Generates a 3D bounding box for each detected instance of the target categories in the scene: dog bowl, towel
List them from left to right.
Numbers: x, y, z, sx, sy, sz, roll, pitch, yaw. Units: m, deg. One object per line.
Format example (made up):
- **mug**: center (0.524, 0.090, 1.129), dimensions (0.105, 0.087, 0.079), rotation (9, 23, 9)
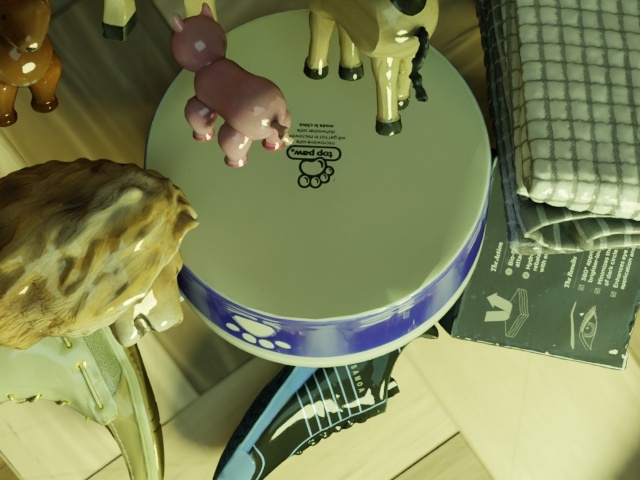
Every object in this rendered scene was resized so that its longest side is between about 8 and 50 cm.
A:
- **dog bowl**: center (-0.001, -0.043, 1.126), dimensions (0.265, 0.104, 0.265), rotation (-1, 68, 2)
- **towel**: center (0.249, -0.116, 1.148), dimensions (0.235, 0.121, 0.283), rotation (3, 61, -10)

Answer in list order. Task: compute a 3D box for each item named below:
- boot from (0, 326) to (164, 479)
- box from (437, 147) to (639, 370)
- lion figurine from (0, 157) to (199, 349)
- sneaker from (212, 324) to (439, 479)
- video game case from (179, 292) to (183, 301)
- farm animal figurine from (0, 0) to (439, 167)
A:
- **boot**: center (-0.226, 0.124, 1.198), dimensions (0.165, 0.077, 0.213), rotation (-19, 99, -4)
- **box**: center (0.191, 0.012, 1.236), dimensions (0.158, 0.093, 0.156), rotation (12, 99, -11)
- **lion figurine**: center (-0.277, 0.007, 1.082), dimensions (0.240, 0.392, 0.142), rotation (-49, 134, -20)
- **sneaker**: center (0.005, 0.136, 1.242), dimensions (0.090, 0.081, 0.232), rotation (37, 94, -7)
- **video game case**: center (-0.163, 0.030, 1.232), dimensions (0.122, 0.011, 0.087), rotation (-33, 104, -1)
- **farm animal figurine**: center (-0.092, -0.209, 1.025), dimensions (0.330, 0.327, 0.172), rotation (-1, 129, -4)
